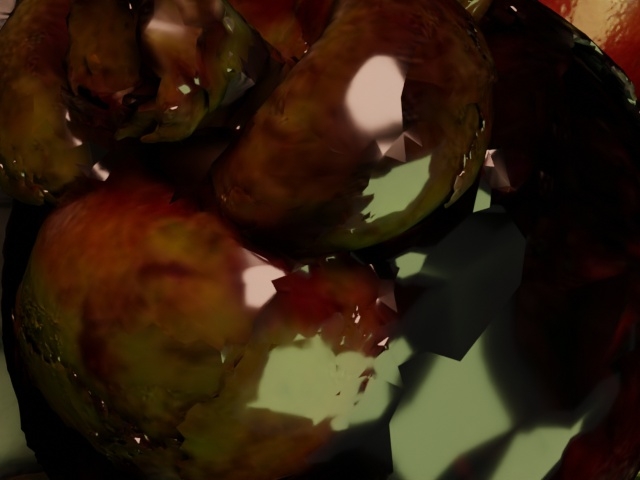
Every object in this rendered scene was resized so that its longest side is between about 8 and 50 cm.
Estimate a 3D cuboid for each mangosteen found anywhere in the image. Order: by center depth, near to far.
[{"bbox_3d":[-0.004,-0.002,0.843,0.381,0.381,0.421,-41,118,-17],"label":"mangosteen"}]

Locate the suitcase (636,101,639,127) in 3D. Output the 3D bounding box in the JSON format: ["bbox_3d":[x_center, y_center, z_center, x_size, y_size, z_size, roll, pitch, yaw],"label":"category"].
[{"bbox_3d":[0.381,-0.029,1.230,0.229,0.335,0.152,-25,135,-32],"label":"suitcase"}]

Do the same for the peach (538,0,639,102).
[{"bbox_3d":[0.165,-0.185,1.015,0.226,0.196,0.190,-43,176,-18],"label":"peach"}]

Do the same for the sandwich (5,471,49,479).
[{"bbox_3d":[-0.021,0.217,1.049,0.301,0.271,0.099,-1,107,-47],"label":"sandwich"}]

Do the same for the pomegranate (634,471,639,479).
[{"bbox_3d":[0.411,0.205,1.534,0.358,0.216,0.310,9,114,-48],"label":"pomegranate"}]
